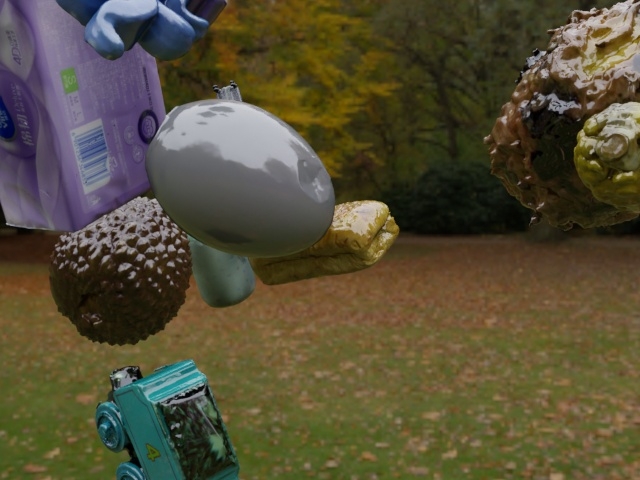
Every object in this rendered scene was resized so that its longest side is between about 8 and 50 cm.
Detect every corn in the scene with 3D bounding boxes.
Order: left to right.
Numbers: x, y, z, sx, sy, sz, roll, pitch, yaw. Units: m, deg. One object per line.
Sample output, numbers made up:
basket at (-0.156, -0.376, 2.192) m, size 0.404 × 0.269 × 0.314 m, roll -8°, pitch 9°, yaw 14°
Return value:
corn at (0.385, -0.084, 1.052) m, size 0.120 × 0.120 × 0.363 m, roll 1°, pitch -3°, yaw 33°

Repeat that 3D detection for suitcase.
suitcase at (-0.204, -0.302, 2.094) m, size 0.059 × 0.086 × 0.126 m, roll -15°, pitch -28°, yaw -1°

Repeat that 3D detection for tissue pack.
tissue pack at (-0.346, -0.213, 1.230) m, size 0.160 × 0.338 × 0.242 m, roll 4°, pitch 25°, yaw 27°

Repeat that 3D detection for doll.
doll at (-0.111, -0.157, 0.541) m, size 0.110 × 0.067 × 0.206 m, roll 37°, pitch 27°, yaw -19°

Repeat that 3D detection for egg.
egg at (-0.092, -0.069, 1.074) m, size 0.232 × 0.176 × 0.176 m, roll 29°, pitch 7°, yaw 8°

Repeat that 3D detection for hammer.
hammer at (-0.300, 0.034, 1.865) m, size 0.335 × 0.206 × 0.119 m, roll 3°, pitch 34°, yaw 28°

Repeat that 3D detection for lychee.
lychee at (-0.348, 0.048, 1.623) m, size 0.267 × 0.267 × 0.267 m, roll 0°, pitch 2°, yaw 0°

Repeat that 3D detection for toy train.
toy train at (-0.185, 0.238, 1.078) m, size 0.107 × 0.198 × 0.154 m, roll -20°, pitch -1°, yaw -45°

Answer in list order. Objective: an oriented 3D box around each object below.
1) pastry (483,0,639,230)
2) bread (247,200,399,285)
pastry at (0.432, -0.179, 1.395) m, size 0.337 × 0.292 × 0.405 m, roll -37°, pitch -22°, yaw -4°
bread at (0.000, 0.000, 1.236) m, size 0.211 × 0.083 × 0.114 m, roll -10°, pitch 22°, yaw 33°
